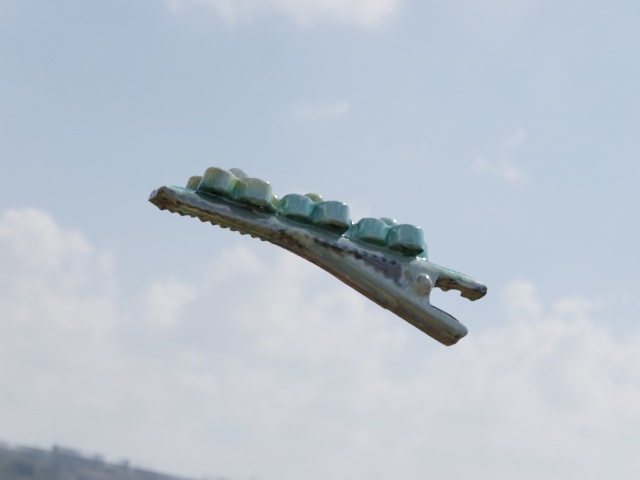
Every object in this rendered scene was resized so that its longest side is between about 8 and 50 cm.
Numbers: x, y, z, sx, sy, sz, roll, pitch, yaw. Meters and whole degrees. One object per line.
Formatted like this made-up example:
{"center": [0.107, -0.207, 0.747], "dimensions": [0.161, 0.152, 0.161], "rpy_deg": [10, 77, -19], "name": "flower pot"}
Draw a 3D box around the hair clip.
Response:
{"center": [0.000, 0.000, 0.910], "dimensions": [0.173, 0.049, 0.049], "rpy_deg": [23, -12, -23], "name": "hair clip"}
